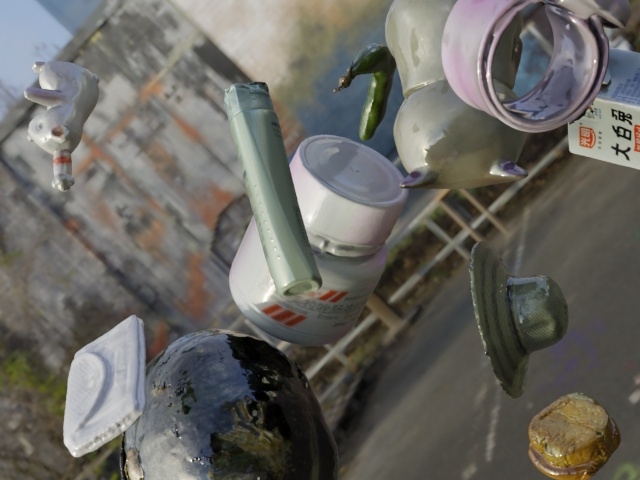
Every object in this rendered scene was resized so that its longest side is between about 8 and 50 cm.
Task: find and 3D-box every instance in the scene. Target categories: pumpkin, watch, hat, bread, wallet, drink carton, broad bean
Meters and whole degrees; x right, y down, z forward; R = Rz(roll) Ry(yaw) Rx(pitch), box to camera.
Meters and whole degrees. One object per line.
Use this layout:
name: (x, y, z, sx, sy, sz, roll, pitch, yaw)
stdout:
pumpkin: (-0.179, 0.382, 1.991, 0.344, 0.454, 0.454, -8, -22, -36)
watch: (0.253, -0.258, 1.389, 0.217, 0.248, 0.211, -60, 31, 8)
hat: (0.321, 0.109, 1.708, 0.110, 0.252, 0.252, -14, 17, 23)
bread: (0.228, 0.175, 1.009, 0.081, 0.046, 0.083, 1, 50, 30)
wallet: (-0.270, 0.179, 1.403, 0.124, 0.032, 0.183, -32, 34, 14)
drink carton: (0.490, -0.157, 1.486, 0.106, 0.315, 0.130, -56, -31, -30)
broad bean: (0.091, -0.282, 2.046, 0.144, 0.049, 0.292, -54, -17, -4)

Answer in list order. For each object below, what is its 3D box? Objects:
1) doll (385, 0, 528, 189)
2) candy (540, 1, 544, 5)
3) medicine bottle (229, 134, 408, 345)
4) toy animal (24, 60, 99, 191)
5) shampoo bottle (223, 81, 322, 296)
doll: (0.209, -0.249, 1.718, 0.226, 0.215, 0.370, 80, -170, -81)
candy: (0.363, -0.432, 1.673, 0.185, 0.055, 0.049, -52, -10, 1)
medicine bottle: (0.000, 0.000, 2.001, 0.325, 0.256, 0.256, -62, -6, 32)
toy animal: (-0.538, -0.240, 2.262, 0.140, 0.138, 0.282, 92, -174, -52)
shampoo bottle: (-0.047, -0.051, 1.090, 0.049, 0.212, 0.072, -17, -13, 5)
